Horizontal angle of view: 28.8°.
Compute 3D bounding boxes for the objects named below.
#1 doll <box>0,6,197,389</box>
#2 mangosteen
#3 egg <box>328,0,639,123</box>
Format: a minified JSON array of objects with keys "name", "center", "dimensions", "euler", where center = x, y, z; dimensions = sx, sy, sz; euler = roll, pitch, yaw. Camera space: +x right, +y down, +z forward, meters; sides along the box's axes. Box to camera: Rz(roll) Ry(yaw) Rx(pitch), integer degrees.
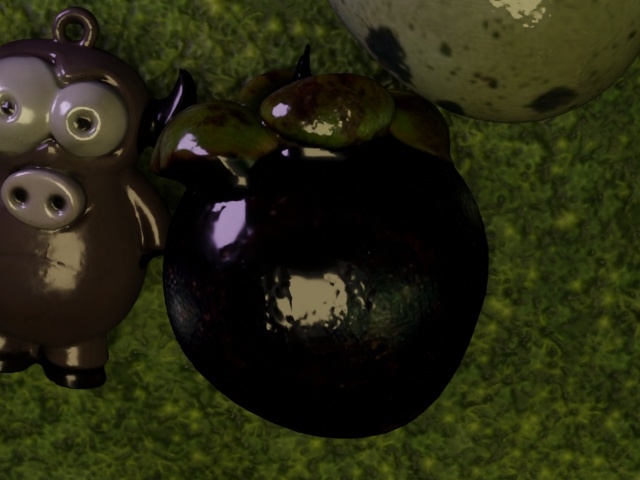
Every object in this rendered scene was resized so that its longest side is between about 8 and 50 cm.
[{"name":"doll","center":[-0.184,-0.030,0.855],"dimensions":[0.182,0.117,0.257],"euler":[11,109,1]},{"name":"mangosteen","center":[0.000,0.000,0.812],"dimensions":[0.243,0.243,0.243],"euler":[0,107,0]},{"name":"egg","center":[0.098,-0.170,0.784],"dimensions":[0.228,0.177,0.177],"euler":[22,106,7]}]
